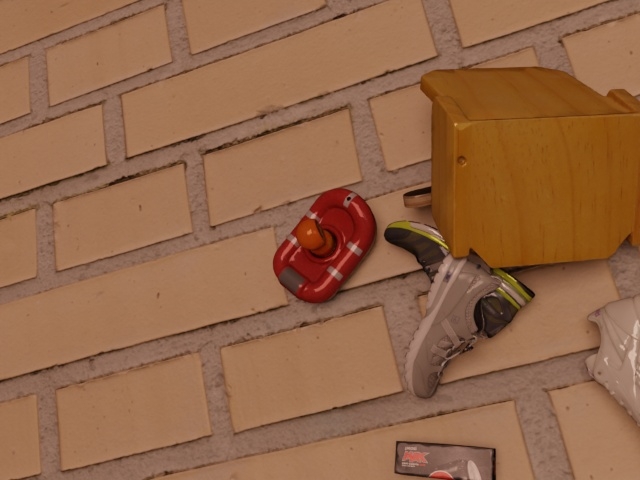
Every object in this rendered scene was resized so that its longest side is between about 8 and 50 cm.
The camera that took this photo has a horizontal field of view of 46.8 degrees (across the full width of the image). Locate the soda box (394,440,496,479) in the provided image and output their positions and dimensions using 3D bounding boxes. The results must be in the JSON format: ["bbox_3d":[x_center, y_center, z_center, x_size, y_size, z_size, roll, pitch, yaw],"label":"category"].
[{"bbox_3d":[0.215,0.382,1.277,0.169,0.053,0.060,-1,72,19],"label":"soda box"}]

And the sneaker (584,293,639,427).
[{"bbox_3d":[0.524,0.242,1.207,0.152,0.114,0.305,-19,66,33],"label":"sneaker"}]

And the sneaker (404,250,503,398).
[{"bbox_3d":[0.224,0.163,1.265,0.115,0.105,0.281,22,116,18],"label":"sneaker"}]

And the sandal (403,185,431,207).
[{"bbox_3d":[0.279,-0.071,1.401,0.240,0.088,0.079,-11,104,0],"label":"sandal"}]

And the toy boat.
[{"bbox_3d":[0.000,0.000,1.421,0.151,0.151,0.231,37,87,25],"label":"toy boat"}]

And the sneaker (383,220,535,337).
[{"bbox_3d":[0.231,0.063,1.350,0.300,0.111,0.121,33,89,27],"label":"sneaker"}]

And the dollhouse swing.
[{"bbox_3d":[0.353,-0.149,1.335,0.347,0.305,0.315,-5,105,-10],"label":"dollhouse swing"}]
